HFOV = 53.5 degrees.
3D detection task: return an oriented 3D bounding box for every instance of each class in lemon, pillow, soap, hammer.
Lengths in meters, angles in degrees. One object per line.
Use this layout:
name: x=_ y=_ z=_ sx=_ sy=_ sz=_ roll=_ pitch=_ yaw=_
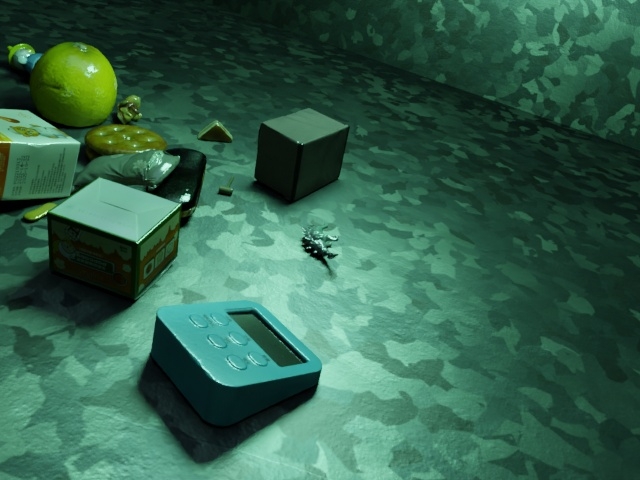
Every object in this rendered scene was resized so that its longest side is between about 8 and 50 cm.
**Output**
lemon: x=-0.715 y=-0.464 z=1.849 sx=0.240 sy=0.219 sz=0.240 roll=14 pitch=28 yaw=-7
pillow: x=-0.468 y=-0.170 z=1.523 sx=0.255 sy=0.059 sz=0.169 roll=-1 pitch=37 yaw=18
soap: x=-0.622 y=-0.064 z=1.416 sx=0.034 sy=0.012 sz=0.089 roll=22 pitch=31 yaw=15
hammer: x=-0.247 y=-0.153 z=1.713 sx=0.035 sy=0.019 sz=0.110 roll=12 pitch=28 yaw=-2

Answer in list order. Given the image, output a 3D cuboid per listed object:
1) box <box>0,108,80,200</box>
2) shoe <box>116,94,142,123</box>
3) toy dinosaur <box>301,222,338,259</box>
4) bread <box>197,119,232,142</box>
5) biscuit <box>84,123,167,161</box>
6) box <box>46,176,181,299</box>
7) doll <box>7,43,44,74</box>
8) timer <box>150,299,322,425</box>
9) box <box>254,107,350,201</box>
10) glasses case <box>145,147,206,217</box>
box: x=-0.745 y=-0.191 z=1.390 sx=0.225 sy=0.143 sz=0.341 roll=30 pitch=22 yaw=26
shoe: x=-0.581 y=-0.398 z=1.942 sx=0.069 sy=0.072 sz=0.109 roll=-24 pitch=23 yaw=12
toy dinosaur: x=0.000 y=0.002 z=1.523 sx=0.082 sy=0.039 sz=0.209 roll=-3 pitch=23 yaw=-20
bread: x=-0.322 y=-0.337 z=1.950 sx=0.109 sy=0.062 sz=0.043 roll=0 pitch=34 yaw=-16
biscuit: x=-0.525 y=-0.253 z=1.723 sx=0.220 sy=0.066 sz=0.220 roll=10 pitch=27 yaw=-5
box: x=-0.408 y=-0.006 z=1.271 sx=0.195 sy=0.148 sz=0.177 roll=18 pitch=33 yaw=8
doll: x=-0.935 y=-0.576 z=2.070 sx=0.241 sy=0.098 sz=0.135 roll=32 pitch=40 yaw=26
timer: x=-0.142 y=0.187 z=1.116 sx=0.250 sy=0.091 sz=0.232 roll=-13 pitch=38 yaw=-43
box: x=-0.054 y=-0.247 z=1.783 sx=0.153 sy=0.188 sz=0.252 roll=28 pitch=35 yaw=23
glasses case: x=-0.360 y=-0.150 z=1.596 sx=0.122 sy=0.082 sz=0.321 roll=6 pitch=31 yaw=-7
